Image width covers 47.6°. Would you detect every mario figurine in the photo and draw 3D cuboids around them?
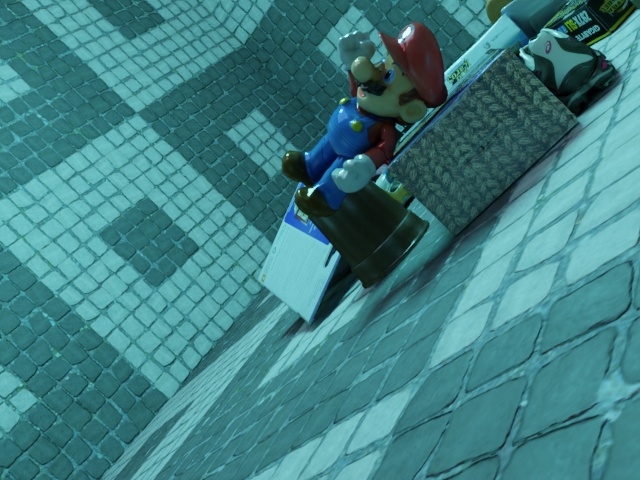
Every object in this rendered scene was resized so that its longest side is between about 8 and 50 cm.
[{"bbox_3d":[0.045,-0.190,1.068,0.320,0.198,0.170,-49,-10,28],"label":"mario figurine"}]

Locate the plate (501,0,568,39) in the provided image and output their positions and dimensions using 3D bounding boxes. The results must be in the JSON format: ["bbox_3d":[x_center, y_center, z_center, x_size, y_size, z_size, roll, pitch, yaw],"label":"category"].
[{"bbox_3d":[0.571,-0.565,1.677,0.277,0.045,0.278,-33,-12,22],"label":"plate"}]

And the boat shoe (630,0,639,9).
[{"bbox_3d":[0.601,-0.517,1.158,0.307,0.104,0.111,-43,5,30],"label":"boat shoe"}]

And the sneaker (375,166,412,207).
[{"bbox_3d":[0.127,-0.063,1.656,0.296,0.112,0.131,-39,-13,-53],"label":"sneaker"}]

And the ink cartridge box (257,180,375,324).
[{"bbox_3d":[0.000,0.000,1.518,0.307,0.072,0.303,29,95,59],"label":"ink cartridge box"}]

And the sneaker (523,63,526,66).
[{"bbox_3d":[0.390,-0.317,1.583,0.151,0.094,0.256,-24,-4,11],"label":"sneaker"}]

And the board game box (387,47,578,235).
[{"bbox_3d":[0.239,-0.166,1.131,0.232,0.141,0.291,-45,4,17],"label":"board game box"}]

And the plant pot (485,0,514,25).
[{"bbox_3d":[0.575,-0.676,1.949,0.203,0.291,0.291,-64,9,-14],"label":"plant pot"}]

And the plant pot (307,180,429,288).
[{"bbox_3d":[0.077,-0.031,1.294,0.167,0.165,0.167,-45,3,4],"label":"plant pot"}]

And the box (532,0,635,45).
[{"bbox_3d":[0.584,-0.504,1.408,0.322,0.079,0.257,-46,3,-4],"label":"box"}]

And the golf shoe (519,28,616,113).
[{"bbox_3d":[0.366,-0.275,1.105,0.105,0.120,0.273,-47,3,16],"label":"golf shoe"}]

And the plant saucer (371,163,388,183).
[{"bbox_3d":[0.041,-0.079,1.815,0.332,0.084,0.332,-37,-21,-17],"label":"plant saucer"}]

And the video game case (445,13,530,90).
[{"bbox_3d":[0.397,-0.400,1.736,0.244,0.061,0.269,-45,-18,21],"label":"video game case"}]

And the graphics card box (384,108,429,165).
[{"bbox_3d":[0.249,-0.341,2.042,0.371,0.233,0.094,-51,-2,-42],"label":"graphics card box"}]

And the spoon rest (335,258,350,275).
[{"bbox_3d":[0.017,0.046,1.706,0.137,0.084,0.276,-48,4,-28],"label":"spoon rest"}]
